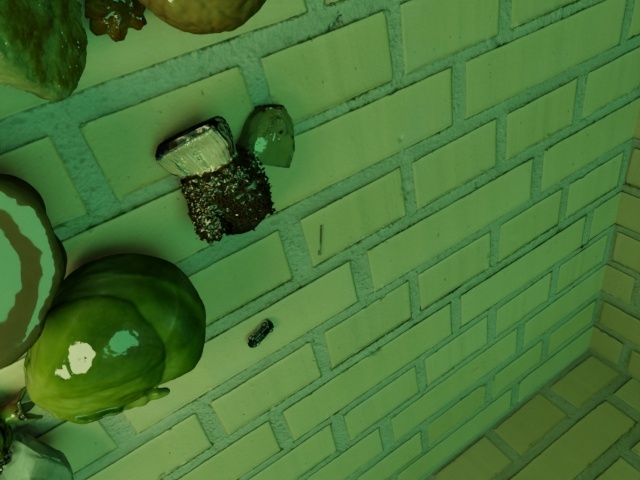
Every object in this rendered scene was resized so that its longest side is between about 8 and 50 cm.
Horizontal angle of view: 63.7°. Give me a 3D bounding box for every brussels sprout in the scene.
[{"bbox_3d":[-0.428,0.190,1.070,0.371,0.276,0.315,-27,143,-12],"label":"brussels sprout"}]

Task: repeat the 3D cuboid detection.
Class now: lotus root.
[{"bbox_3d":[-0.113,-0.235,1.172,0.143,0.070,0.144,-6,119,-34],"label":"lotus root"}]

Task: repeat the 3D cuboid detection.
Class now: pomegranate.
[{"bbox_3d":[-0.696,0.394,1.084,0.191,0.131,0.152,-25,125,-32],"label":"pomegranate"}]

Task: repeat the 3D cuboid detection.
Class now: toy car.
[{"bbox_3d":[-0.172,0.264,1.457,0.093,0.025,0.041,-44,132,-11],"label":"toy car"}]

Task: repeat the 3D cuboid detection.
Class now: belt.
[{"bbox_3d":[-0.685,0.561,1.137,0.257,0.207,0.150,-36,135,-3],"label":"belt"}]

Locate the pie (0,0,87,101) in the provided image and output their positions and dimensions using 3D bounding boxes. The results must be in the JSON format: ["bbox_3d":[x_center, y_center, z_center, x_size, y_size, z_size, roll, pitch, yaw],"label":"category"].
[{"bbox_3d":[-0.431,-0.374,0.726,0.078,0.296,0.371,1,120,0],"label":"pie"}]

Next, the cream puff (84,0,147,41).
[{"bbox_3d":[-0.351,-0.404,0.882,0.122,0.094,0.116,-37,130,-7],"label":"cream puff"}]

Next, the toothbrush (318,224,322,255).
[{"bbox_3d":[0.000,0.000,1.439,0.008,0.006,0.097,-13,123,-26],"label":"toothbrush"}]

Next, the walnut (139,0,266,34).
[{"bbox_3d":[-0.195,-0.481,0.798,0.332,0.333,0.333,-18,125,-27],"label":"walnut"}]

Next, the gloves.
[{"bbox_3d":[-0.216,-0.114,1.118,0.210,0.135,0.312,-35,132,5],"label":"gloves"}]

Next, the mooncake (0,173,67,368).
[{"bbox_3d":[-0.617,0.039,0.833,0.378,0.200,0.379,-7,106,-24],"label":"mooncake"}]
